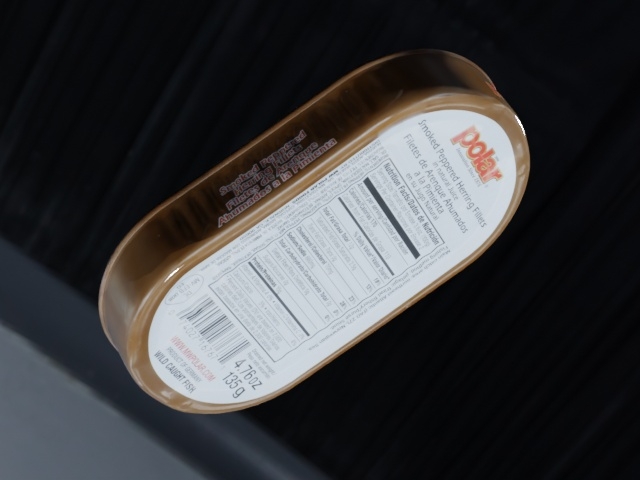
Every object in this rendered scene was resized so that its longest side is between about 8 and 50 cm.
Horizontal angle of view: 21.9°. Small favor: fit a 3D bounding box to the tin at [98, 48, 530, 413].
[{"bbox_3d":[0.000,0.000,0.671,0.040,0.190,0.106,55,2,39],"label":"tin"}]
